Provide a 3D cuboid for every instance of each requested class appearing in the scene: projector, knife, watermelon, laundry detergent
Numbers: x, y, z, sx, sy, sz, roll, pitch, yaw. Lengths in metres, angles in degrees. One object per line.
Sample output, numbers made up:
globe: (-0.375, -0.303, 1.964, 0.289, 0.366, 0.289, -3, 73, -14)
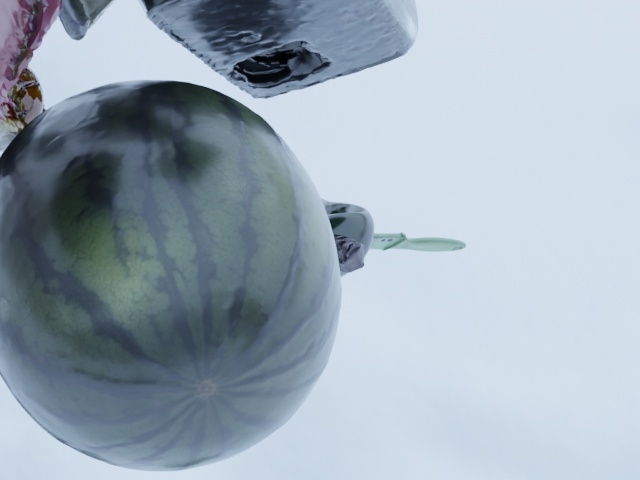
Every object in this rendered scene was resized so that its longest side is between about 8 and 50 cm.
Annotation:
projector: (-0.067, -0.403, 1.338, 0.242, 0.395, 0.405, -17, 78, 14)
knife: (0.122, 0.002, 1.960, 0.293, 0.043, 0.019, 1, 59, -38)
watermelon: (-0.127, 0.016, 0.976, 0.279, 0.278, 0.359, -8, 28, -8)
laundry detergent: (0.000, 0.000, 1.490, 0.144, 0.078, 0.222, -33, 18, -23)

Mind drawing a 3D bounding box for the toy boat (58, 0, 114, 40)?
toy boat: (-0.194, -0.345, 0.983, 0.293, 0.276, 0.111, 41, 12, 14)

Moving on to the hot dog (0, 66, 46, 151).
hot dog: (-0.341, -0.147, 1.131, 0.069, 0.253, 0.131, -26, 64, 26)

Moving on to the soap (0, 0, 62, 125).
soap: (-0.256, -0.160, 0.760, 0.112, 0.182, 0.289, -22, 33, 24)
